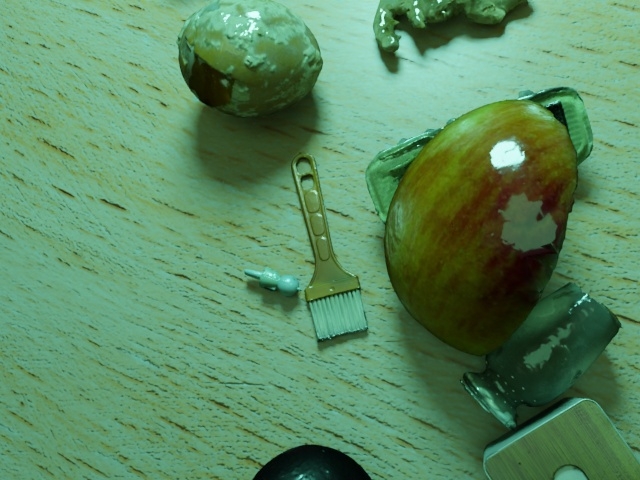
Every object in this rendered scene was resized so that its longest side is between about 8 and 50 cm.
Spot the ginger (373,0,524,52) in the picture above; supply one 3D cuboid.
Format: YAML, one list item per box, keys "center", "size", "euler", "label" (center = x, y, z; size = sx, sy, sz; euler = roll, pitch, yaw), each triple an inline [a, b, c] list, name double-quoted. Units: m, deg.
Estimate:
- center: [0.206, -0.401, 0.978]
  size: [0.259, 0.065, 0.149]
  euler: [-15, 73, 12]
  label: "ginger"

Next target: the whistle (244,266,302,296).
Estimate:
- center: [-0.075, 0.064, 0.958]
  size: [0.100, 0.035, 0.035]
  euler: [17, 83, 17]
  label: "whistle"

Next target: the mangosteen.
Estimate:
- center: [-0.032, 0.393, 0.806]
  size: [0.250, 0.211, 0.211]
  euler: [-40, 69, 36]
  label: "mangosteen"

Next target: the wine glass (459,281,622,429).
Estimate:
- center: [0.293, 0.154, 0.809]
  size: [0.204, 0.111, 0.111]
  euler: [-44, 72, 3]
  label: "wine glass"

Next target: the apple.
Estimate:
- center: [0.209, -0.023, 0.798]
  size: [0.254, 0.179, 0.345]
  euler: [28, 107, 33]
  label: "apple"

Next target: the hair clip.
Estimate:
- center: [0.225, -0.124, 0.896]
  size: [0.322, 0.091, 0.138]
  euler: [-19, 101, 7]
  label: "hair clip"

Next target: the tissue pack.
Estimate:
- center: [0.334, 0.338, 0.749]
  size: [0.159, 0.136, 0.246]
  euler: [-34, 72, 5]
  label: "tissue pack"

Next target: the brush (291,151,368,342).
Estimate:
- center: [0.000, 0.000, 0.965]
  size: [0.090, 0.017, 0.314]
  euler: [-15, 75, 7]
  label: "brush"

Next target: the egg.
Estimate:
- center: [-0.112, -0.291, 0.963]
  size: [0.233, 0.195, 0.194]
  euler: [14, 82, 3]
  label: "egg"
